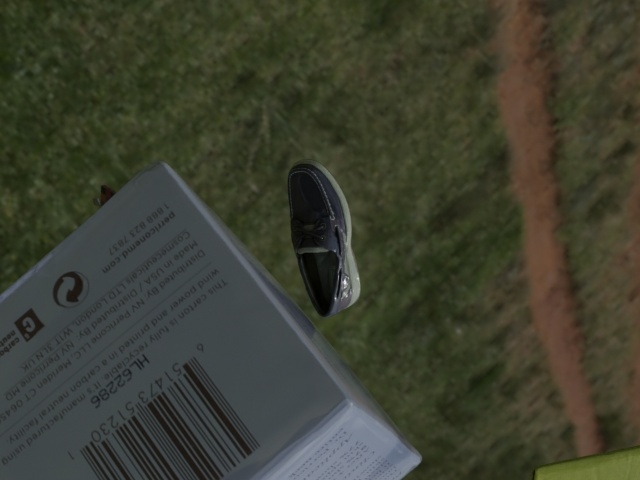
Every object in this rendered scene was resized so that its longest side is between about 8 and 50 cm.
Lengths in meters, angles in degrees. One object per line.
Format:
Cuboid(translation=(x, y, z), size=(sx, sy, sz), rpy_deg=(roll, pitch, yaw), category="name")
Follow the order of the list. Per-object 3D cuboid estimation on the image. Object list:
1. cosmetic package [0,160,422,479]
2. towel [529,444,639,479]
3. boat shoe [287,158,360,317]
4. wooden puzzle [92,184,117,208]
Cuboid(translation=(-0.140, 0.190, 1.328), size=(0.329, 0.327, 0.394), rpy_deg=(-40, 158, -2), category="cosmetic package")
Cuboid(translation=(0.329, 0.265, 1.357), size=(0.237, 0.021, 0.102), rpy_deg=(-7, 114, -20), category="towel")
Cuboid(translation=(-0.001, 0.001, 1.725), size=(0.080, 0.224, 0.073), rpy_deg=(-5, -160, 27), category="boat shoe")
Cuboid(translation=(-0.258, -0.038, 1.565), size=(0.006, 0.083, 0.049), rpy_deg=(-26, 135, -41), category="wooden puzzle")
